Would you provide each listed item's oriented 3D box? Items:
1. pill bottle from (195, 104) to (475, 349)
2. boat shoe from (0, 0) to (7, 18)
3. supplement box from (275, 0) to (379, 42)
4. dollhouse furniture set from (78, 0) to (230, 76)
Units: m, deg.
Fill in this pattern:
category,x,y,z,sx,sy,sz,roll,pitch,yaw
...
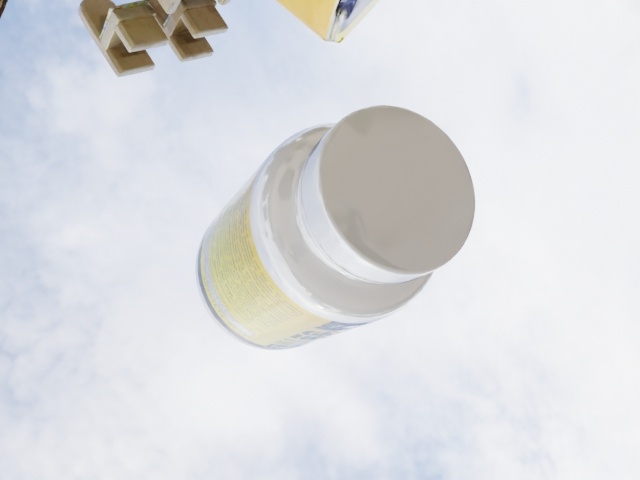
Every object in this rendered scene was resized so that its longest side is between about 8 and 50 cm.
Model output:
category,x,y,z,sx,sy,sz,roll,pitch,yaw
pill bottle,0.000,0.000,0.689,0.188,0.334,0.188,6,-107,-21
boat shoe,-0.259,-0.312,0.563,0.123,0.123,0.342,50,-135,-77
supplement box,-0.058,-0.290,0.263,0.356,0.194,0.195,40,-106,2
dollhouse furniture set,-0.110,-0.306,0.665,0.242,0.212,0.161,-27,-99,-40
